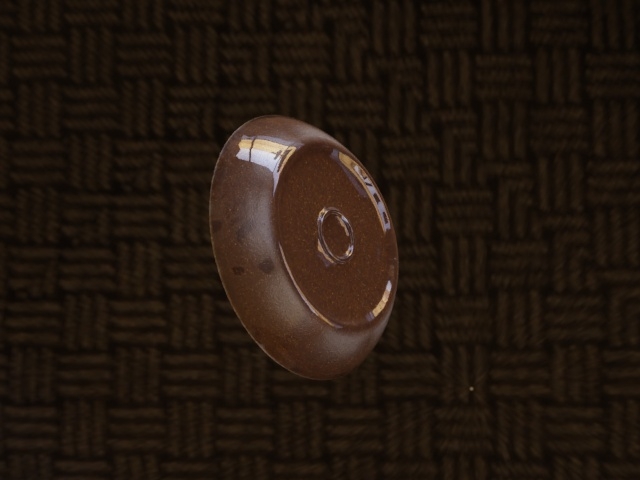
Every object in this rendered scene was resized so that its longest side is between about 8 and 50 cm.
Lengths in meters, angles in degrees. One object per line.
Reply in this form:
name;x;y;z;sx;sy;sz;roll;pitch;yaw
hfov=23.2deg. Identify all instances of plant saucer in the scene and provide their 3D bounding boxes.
plant saucer;0.000;0.000;1.125;0.036;0.199;0.198;-18;82;36
